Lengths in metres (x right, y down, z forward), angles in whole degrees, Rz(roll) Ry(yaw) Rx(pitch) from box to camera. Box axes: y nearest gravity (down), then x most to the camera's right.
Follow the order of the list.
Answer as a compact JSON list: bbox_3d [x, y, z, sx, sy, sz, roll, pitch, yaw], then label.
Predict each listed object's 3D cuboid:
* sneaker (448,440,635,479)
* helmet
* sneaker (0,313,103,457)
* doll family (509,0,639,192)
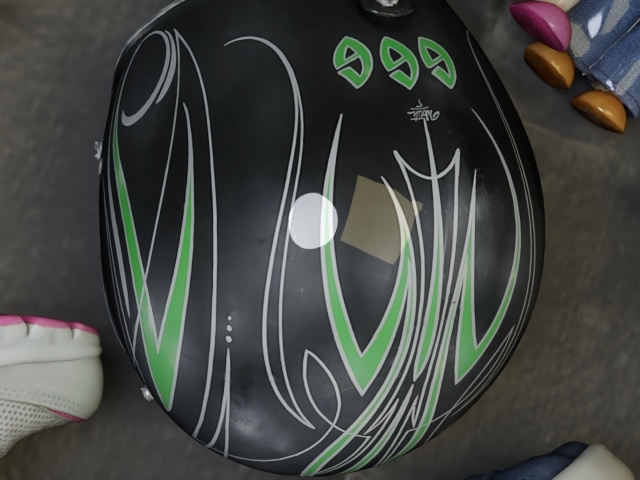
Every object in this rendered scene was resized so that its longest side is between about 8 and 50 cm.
[{"bbox_3d":[-0.029,0.136,0.627,0.148,0.131,0.350,39,41,26],"label":"sneaker"},{"bbox_3d":[0.000,0.000,0.628,0.169,0.169,0.161,-2,71,-26],"label":"helmet"},{"bbox_3d":[-0.169,0.088,0.550,0.252,0.103,0.111,-20,105,-43],"label":"sneaker"},{"bbox_3d":[0.179,-0.099,0.748,0.163,0.118,0.263,-44,102,-3],"label":"doll family"}]
